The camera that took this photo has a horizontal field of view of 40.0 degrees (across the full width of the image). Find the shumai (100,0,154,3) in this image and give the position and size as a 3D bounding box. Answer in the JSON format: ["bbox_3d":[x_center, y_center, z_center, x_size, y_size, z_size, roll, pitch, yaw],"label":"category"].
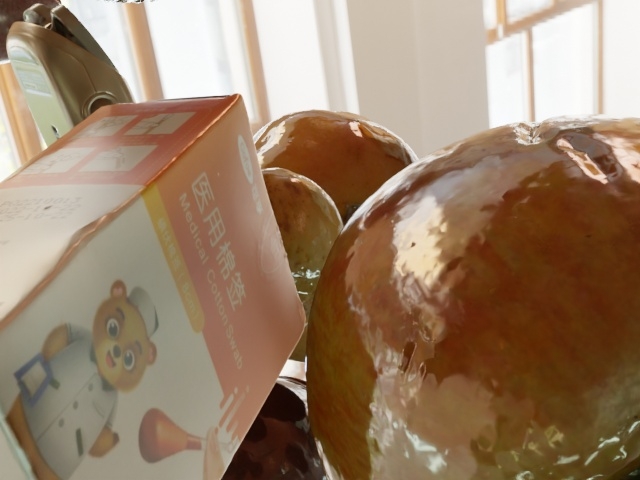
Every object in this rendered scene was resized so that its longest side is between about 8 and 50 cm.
[{"bbox_3d":[-0.143,-0.334,0.897,0.218,0.189,0.256,17,-137,35],"label":"shumai"}]

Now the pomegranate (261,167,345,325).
[{"bbox_3d":[-0.065,0.023,1.113,0.215,0.215,0.215,-7,-156,3],"label":"pomegranate"}]

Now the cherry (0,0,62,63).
[{"bbox_3d":[-0.583,-0.404,1.459,0.308,0.221,0.261,11,-136,-18],"label":"cherry"}]

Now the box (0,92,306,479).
[{"bbox_3d":[-0.146,0.062,0.609,0.144,0.224,0.341,-3,-151,22],"label":"box"}]

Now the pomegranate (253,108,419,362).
[{"bbox_3d":[0.000,0.000,1.433,0.412,0.411,0.411,-7,-156,3],"label":"pomegranate"}]

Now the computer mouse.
[{"bbox_3d":[-0.241,-0.128,0.912,0.082,0.236,0.145,-31,-153,-27],"label":"computer mouse"}]

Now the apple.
[{"bbox_3d":[0.122,0.070,0.414,0.264,0.264,0.264,-7,-156,3],"label":"apple"}]

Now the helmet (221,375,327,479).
[{"bbox_3d":[-0.141,0.353,1.311,0.385,0.230,0.337,-30,-118,4],"label":"helmet"}]
